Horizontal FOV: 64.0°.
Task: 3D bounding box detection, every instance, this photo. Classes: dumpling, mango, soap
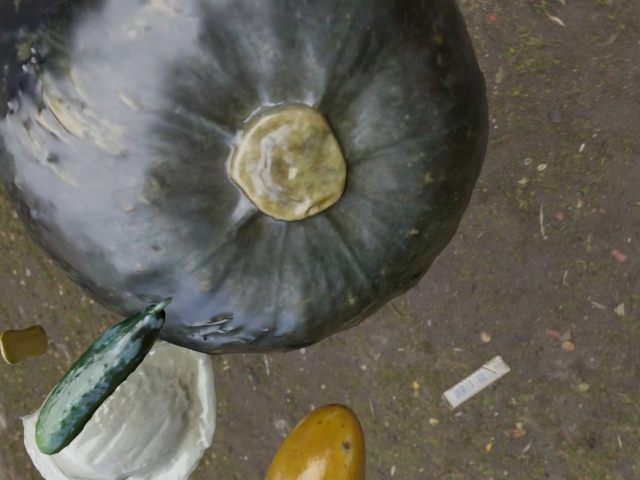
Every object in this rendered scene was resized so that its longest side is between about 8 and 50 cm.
[{"bbox_3d":[-0.199,0.196,0.534,0.166,0.216,0.126,60,162,-1],"label":"dumpling"},{"bbox_3d":[-0.010,0.372,0.736,0.160,0.191,0.290,16,104,19],"label":"mango"},{"bbox_3d":[-0.295,0.103,0.512,0.012,0.089,0.034,-12,86,-5],"label":"soap"}]

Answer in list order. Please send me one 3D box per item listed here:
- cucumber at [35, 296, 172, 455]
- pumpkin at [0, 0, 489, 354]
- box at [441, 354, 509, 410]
[{"bbox_3d":[-0.160,0.096,0.366,0.037,0.037,0.155,44,98,16],"label":"cucumber"},{"bbox_3d":[-0.060,-0.111,0.503,0.344,0.455,0.453,-133,41,-62],"label":"pumpkin"},{"bbox_3d":[0.190,0.177,0.633,0.024,0.083,0.053,54,174,23],"label":"box"}]
